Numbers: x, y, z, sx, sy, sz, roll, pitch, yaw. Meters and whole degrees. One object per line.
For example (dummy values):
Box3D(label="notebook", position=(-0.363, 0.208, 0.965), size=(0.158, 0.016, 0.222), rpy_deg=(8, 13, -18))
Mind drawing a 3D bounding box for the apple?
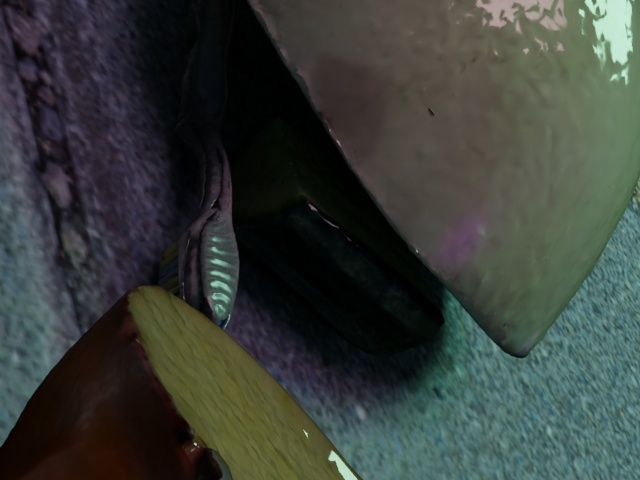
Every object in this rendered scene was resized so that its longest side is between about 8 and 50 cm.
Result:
Box3D(label="apple", position=(-0.038, 0.176, 0.484), size=(0.251, 0.163, 0.293), rpy_deg=(52, 6, -33))

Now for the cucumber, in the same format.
Box3D(label="cucumber", position=(0.000, 0.000, 0.856), size=(0.115, 0.062, 0.116), rpy_deg=(43, 13, -27))

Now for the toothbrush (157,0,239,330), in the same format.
Box3D(label="toothbrush", position=(-0.063, -0.093, 0.884), size=(0.035, 0.042, 0.413), rpy_deg=(45, 28, -33))

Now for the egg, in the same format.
Box3D(label="egg", position=(0.090, -0.120, 0.913), size=(0.337, 0.201, 0.337), rpy_deg=(51, 11, -14))
